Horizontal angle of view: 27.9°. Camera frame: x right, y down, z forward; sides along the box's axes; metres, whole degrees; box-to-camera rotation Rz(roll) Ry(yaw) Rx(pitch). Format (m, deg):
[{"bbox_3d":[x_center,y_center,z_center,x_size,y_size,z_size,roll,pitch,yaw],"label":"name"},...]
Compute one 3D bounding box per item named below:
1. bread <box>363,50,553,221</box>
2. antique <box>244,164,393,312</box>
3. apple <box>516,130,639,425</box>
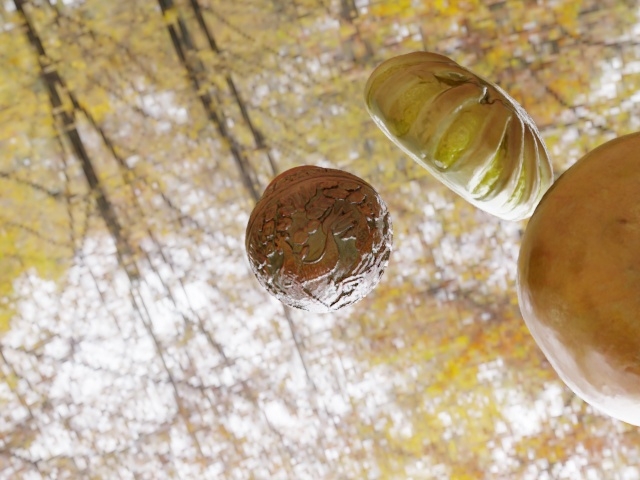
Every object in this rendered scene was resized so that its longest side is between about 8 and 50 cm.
[{"bbox_3d":[0.142,-0.104,1.236,0.104,0.213,0.213,-48,-154,11],"label":"bread"},{"bbox_3d":[0.000,0.000,0.847,0.104,0.104,0.104,-14,-152,8],"label":"antique"},{"bbox_3d":[0.205,0.020,0.776,0.182,0.182,0.155,-25,179,-12],"label":"apple"}]
